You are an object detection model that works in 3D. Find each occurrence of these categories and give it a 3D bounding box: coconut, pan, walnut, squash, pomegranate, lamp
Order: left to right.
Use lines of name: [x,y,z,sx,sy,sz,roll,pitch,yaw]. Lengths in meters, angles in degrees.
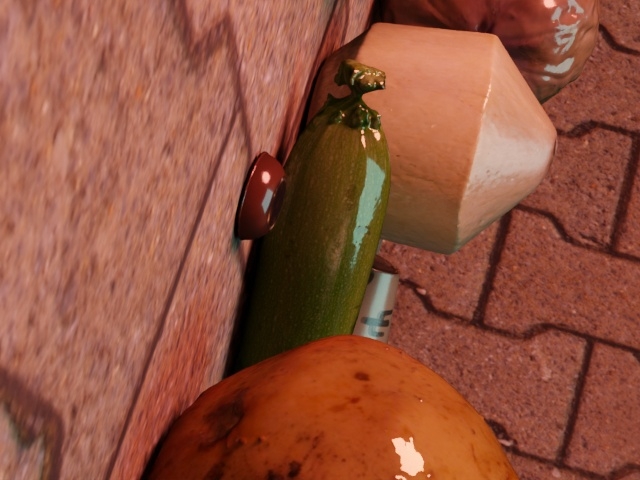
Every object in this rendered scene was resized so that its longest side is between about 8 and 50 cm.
pan: [-0.038,-0.035,0.972,0.115,0.023,0.068,-47,152,-77]
squash: [-0.008,0.033,1.073,0.101,0.101,0.378,-60,167,-67]
lamp: [0.005,0.112,1.337,0.121,0.121,0.214,-40,155,-80]
pomegranate: [0.012,0.200,0.873,0.281,0.281,0.281,16,90,-84]
coconut: [0.100,-0.092,1.154,0.202,0.222,0.202,12,90,-81]
walnut: [0.190,-0.258,1.440,0.248,0.248,0.248,16,90,-84]
